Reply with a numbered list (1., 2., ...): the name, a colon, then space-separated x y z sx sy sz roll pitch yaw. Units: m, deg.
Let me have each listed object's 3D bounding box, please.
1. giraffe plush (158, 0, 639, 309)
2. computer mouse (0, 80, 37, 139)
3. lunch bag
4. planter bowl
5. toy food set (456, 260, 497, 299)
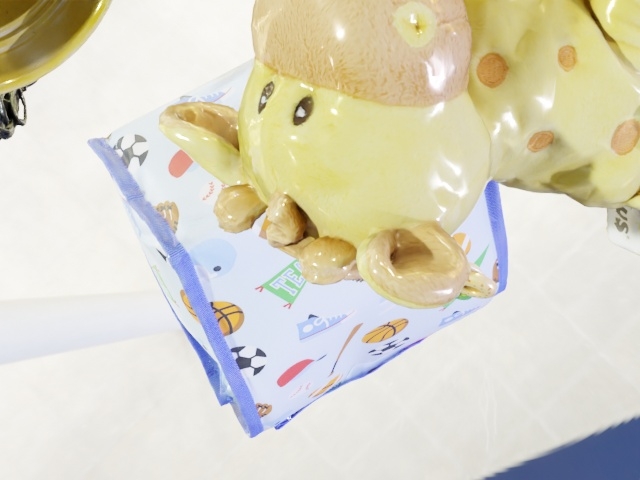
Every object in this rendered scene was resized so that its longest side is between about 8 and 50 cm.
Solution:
1. giraffe plush: 0.038 -0.062 0.447 0.170 0.181 0.210 -25 -77 -30
2. computer mouse: -0.368 -0.249 1.297 0.072 0.188 0.272 -7 -54 9
3. lunch bag: 0.000 0.000 1.246 0.327 0.385 0.239 -30 -133 -8
4. planter bowl: -0.264 -0.221 0.951 0.217 0.217 0.090 -47 -126 4
5. toy food set: 0.098 0.033 1.050 0.083 0.082 0.020 20 -113 -29
